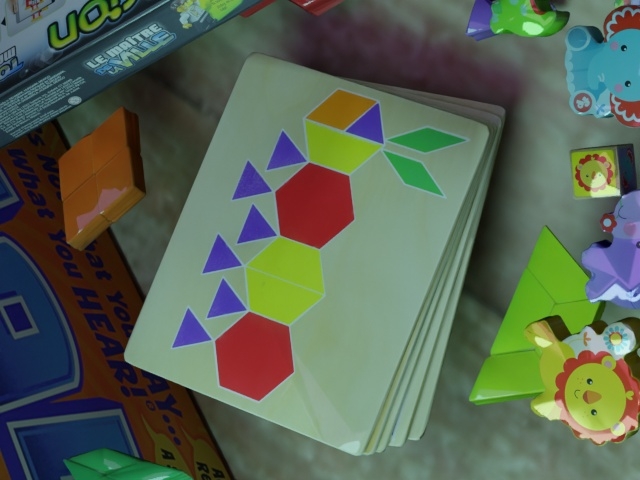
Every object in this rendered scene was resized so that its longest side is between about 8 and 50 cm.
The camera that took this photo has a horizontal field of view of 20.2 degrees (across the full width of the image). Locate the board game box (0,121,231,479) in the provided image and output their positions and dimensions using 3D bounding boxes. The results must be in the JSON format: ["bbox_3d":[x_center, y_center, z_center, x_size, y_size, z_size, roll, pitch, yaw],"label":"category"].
[{"bbox_3d":[-0.322,0.119,0.936,0.356,0.356,0.356,-31,83,29],"label":"board game box"}]

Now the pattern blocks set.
[{"bbox_3d":[0.000,0.000,0.871,0.285,0.026,0.325,29,87,23],"label":"pattern blocks set"}]

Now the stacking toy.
[{"bbox_3d":[0.134,-0.037,0.774,0.052,0.167,0.221,-5,95,29],"label":"stacking toy"}]

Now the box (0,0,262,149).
[{"bbox_3d":[-0.110,-0.137,0.918,0.207,0.036,0.114,-26,55,22],"label":"box"}]
